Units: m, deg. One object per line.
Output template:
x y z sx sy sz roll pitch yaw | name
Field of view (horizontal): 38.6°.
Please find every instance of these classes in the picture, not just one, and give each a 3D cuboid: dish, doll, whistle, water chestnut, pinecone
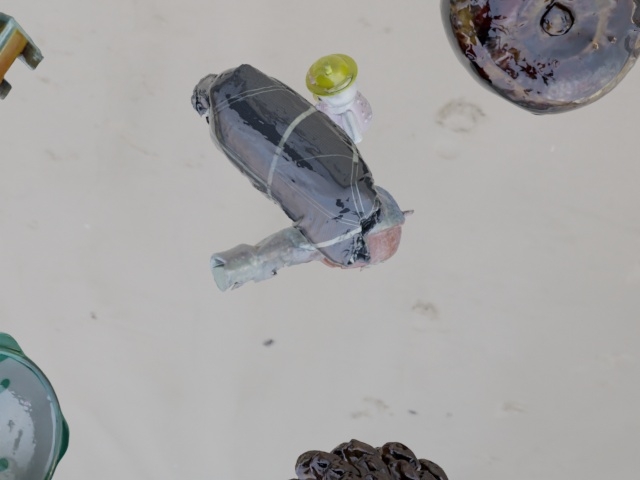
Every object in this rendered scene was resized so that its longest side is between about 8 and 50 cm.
-0.366 0.197 0.885 0.078 0.224 0.246 4 178 37 | dish
0.026 -0.199 1.284 0.081 0.129 0.207 -22 160 3 | doll
0.001 0.001 1.390 0.142 0.346 0.133 35 137 50 | whistle
0.301 -0.325 1.239 0.300 0.300 0.300 16 151 9 | water chestnut
0.059 0.351 1.033 0.246 0.246 0.292 9 166 22 | pinecone

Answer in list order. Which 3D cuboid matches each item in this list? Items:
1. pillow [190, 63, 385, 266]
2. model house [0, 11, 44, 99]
-0.045 -0.105 1.150 0.335 0.093 0.161 43 139 22 | pillow
-0.445 -0.197 0.923 0.198 0.224 0.215 23 166 25 | model house
